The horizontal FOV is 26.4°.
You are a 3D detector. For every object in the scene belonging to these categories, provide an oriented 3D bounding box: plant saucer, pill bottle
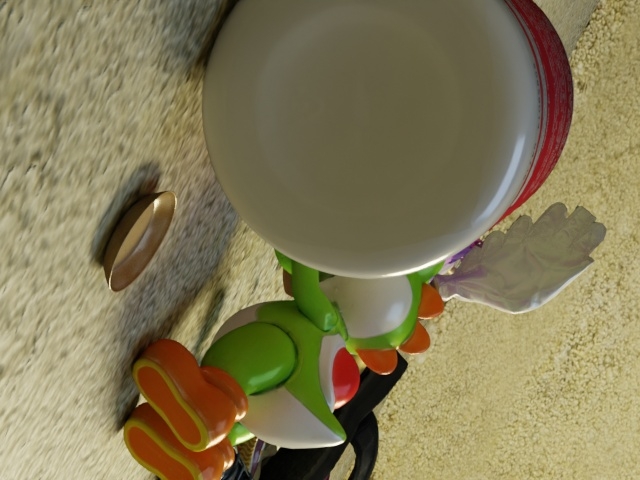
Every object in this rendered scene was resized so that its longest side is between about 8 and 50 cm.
[{"bbox_3d":[-0.131,-0.002,0.964,0.083,0.015,0.083,-56,169,-17],"label":"plant saucer"},{"bbox_3d":[0.078,-0.109,1.075,0.229,0.229,0.407,-63,169,14],"label":"pill bottle"}]

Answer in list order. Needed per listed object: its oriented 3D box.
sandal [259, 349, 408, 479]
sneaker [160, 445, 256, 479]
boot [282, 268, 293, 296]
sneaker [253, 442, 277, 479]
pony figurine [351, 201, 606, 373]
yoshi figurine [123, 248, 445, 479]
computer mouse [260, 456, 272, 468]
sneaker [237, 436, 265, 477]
[{"bbox_3d":[0.019,0.291,1.817,0.167,0.107,0.446,-35,-174,39],"label":"sandal"},{"bbox_3d":[-0.108,0.259,1.483,0.111,0.121,0.300,-55,168,-30],"label":"sneaker"},{"bbox_3d":[0.000,0.000,1.523,0.118,0.042,0.087,-65,171,24],"label":"boot"},{"bbox_3d":[-0.107,0.282,1.791,0.065,0.061,0.158,-31,-173,21],"label":"sneaker"},{"bbox_3d":[0.138,0.023,1.736,0.351,0.303,0.363,-48,-179,-18],"label":"pony figurine"},{"bbox_3d":[-0.040,0.062,1.291,0.362,0.203,0.203,-35,116,-35],"label":"yoshi figurine"},{"bbox_3d":[-0.076,0.280,1.958,0.071,0.041,0.242,71,42,-88],"label":"computer mouse"},{"bbox_3d":[-0.089,0.242,1.675,0.084,0.069,0.185,-37,156,-54],"label":"sneaker"}]
